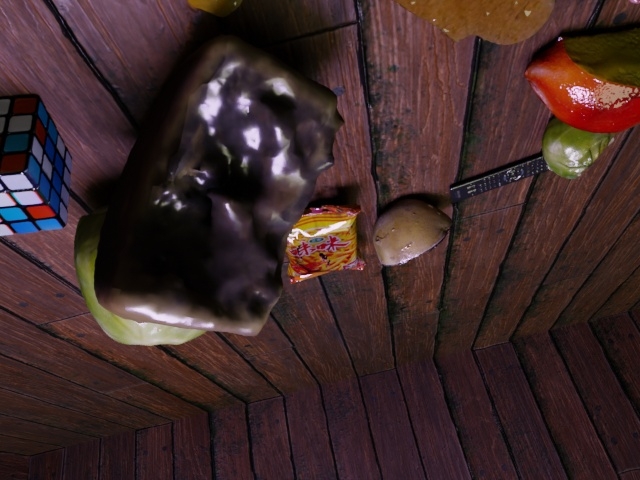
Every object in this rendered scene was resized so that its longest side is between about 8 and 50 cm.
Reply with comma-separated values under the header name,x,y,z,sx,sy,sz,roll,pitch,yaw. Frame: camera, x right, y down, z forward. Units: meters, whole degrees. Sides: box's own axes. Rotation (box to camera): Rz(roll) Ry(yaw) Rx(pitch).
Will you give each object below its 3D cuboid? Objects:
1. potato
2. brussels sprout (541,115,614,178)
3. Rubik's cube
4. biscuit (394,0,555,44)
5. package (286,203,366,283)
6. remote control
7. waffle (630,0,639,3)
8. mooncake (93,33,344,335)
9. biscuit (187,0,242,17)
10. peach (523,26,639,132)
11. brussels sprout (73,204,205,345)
name,x,y,z,sx,sy,sz,roll,pitch,yaw
potato,0.208,-0.039,1.144,0.202,0.182,0.117,-28,103,12
brussels sprout,0.528,-0.212,0.983,0.151,0.122,0.149,-39,166,-27
Rubik's cube,-0.495,-0.111,0.732,0.155,0.154,0.151,-6,149,-9
biscuit,0.236,-0.440,0.556,0.368,0.076,0.394,9,140,-31
package,-0.007,0.001,1.144,0.223,0.109,0.288,-8,141,3
remote control,0.429,-0.152,1.127,0.245,0.025,0.063,-19,147,11
waffle,0.514,-0.438,0.628,0.221,0.055,0.234,-34,155,4
mooncake,-0.142,-0.075,0.692,0.246,0.393,0.394,23,125,-39
biscuit,-0.064,-0.356,0.608,0.183,0.039,0.174,6,143,-26
peach,0.501,-0.270,0.840,0.267,0.154,0.159,-10,150,-7
brussels sprout,-0.325,0.048,0.933,0.247,0.328,0.328,2,156,25
